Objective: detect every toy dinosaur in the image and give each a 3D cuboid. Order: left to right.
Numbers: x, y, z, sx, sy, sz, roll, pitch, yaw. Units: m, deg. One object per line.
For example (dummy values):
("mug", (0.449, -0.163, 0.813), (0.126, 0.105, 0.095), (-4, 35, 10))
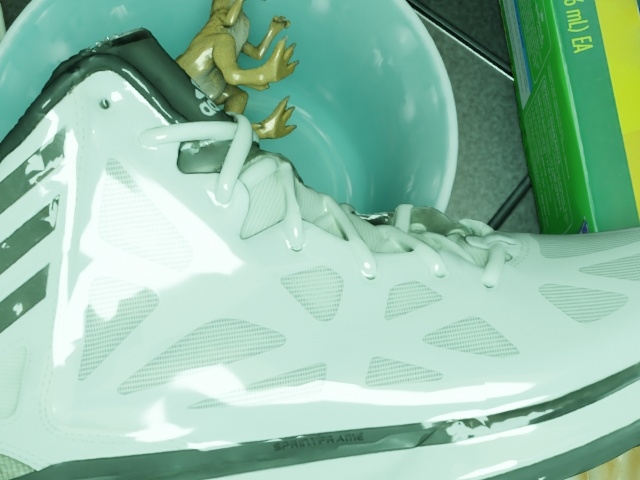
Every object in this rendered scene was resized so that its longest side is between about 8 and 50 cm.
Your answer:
("toy dinosaur", (-0.075, -0.095, 0.649), (0.112, 0.064, 0.211), (20, 64, 24))

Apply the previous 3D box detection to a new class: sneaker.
("sneaker", (0.000, 0.000, 0.534), (0.448, 0.169, 0.257), (-16, 98, -4))

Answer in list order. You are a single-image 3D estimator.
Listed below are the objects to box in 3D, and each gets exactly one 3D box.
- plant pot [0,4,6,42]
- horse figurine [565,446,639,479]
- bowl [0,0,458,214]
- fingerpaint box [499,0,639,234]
("plant pot", (-0.414, -0.133, 0.745), (0.274, 0.256, 0.256), (16, 73, 22))
("horse figurine", (0.172, 0.192, 0.708), (0.263, 0.066, 0.174), (-25, 61, 4))
("bowl", (-0.067, -0.047, 0.741), (0.312, 0.163, 0.311), (0, 73, 1))
("fingerpaint box", (0.341, -0.112, 0.760), (0.371, 0.163, 0.444), (-5, 73, -1))
